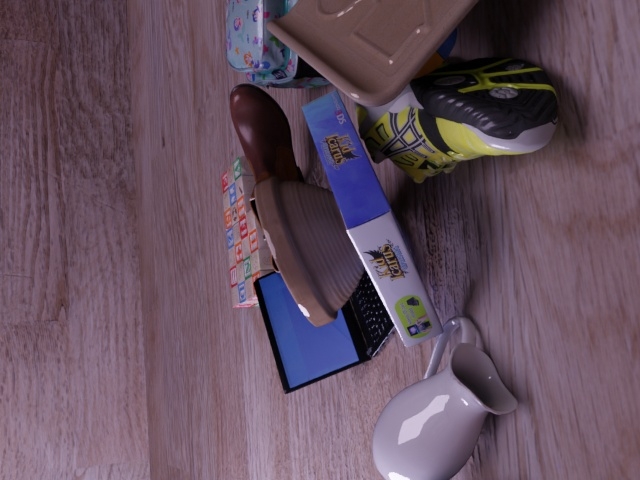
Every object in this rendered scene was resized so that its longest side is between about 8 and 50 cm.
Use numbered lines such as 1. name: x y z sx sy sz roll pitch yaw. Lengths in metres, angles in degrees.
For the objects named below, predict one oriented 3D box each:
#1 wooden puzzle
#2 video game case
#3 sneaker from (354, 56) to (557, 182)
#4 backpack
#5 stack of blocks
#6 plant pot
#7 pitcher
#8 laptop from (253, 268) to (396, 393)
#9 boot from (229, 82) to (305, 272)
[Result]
1. wooden puzzle: 0.119 -0.332 0.937 0.348 0.080 0.322 -45 39 6
2. video game case: 0.068 -0.031 1.011 0.270 0.061 0.244 -108 -7 -47
3. sneaker: 0.165 -0.148 0.956 0.384 0.145 0.147 -144 39 -63
4. backpack: -0.067 -0.381 1.342 0.253 0.191 0.225 -162 73 -68
5. stack of blocks: -0.128 -0.022 1.564 0.171 0.087 0.297 -32 62 60
6. plant pot: 0.000 0.000 1.123 0.237 0.109 0.238 -24 -90 -82
7. pitcher: 0.153 0.216 0.992 0.207 0.125 0.178 -57 20 32
8. laptop: 0.010 0.080 1.233 0.264 0.136 0.234 117 142 -46
9. boot: -0.106 -0.117 1.301 0.280 0.096 0.264 -80 -23 -63
